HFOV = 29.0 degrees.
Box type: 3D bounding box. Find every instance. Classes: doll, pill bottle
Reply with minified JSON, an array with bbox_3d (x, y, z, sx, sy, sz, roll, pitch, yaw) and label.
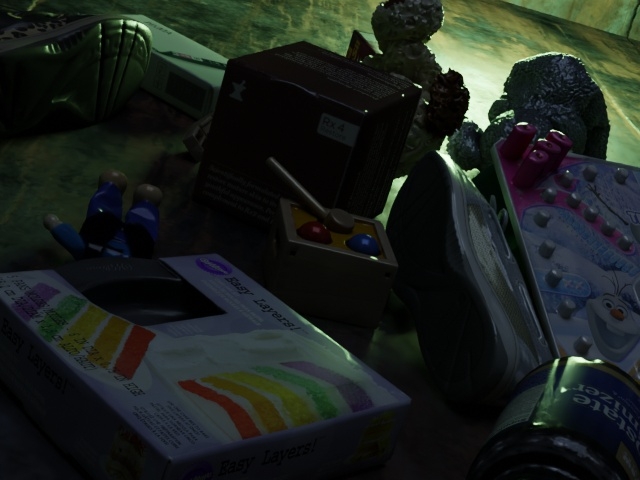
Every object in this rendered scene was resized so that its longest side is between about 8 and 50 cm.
[{"bbox_3d":[-0.194,-0.001,1.150,0.129,0.046,0.189,22,26,-14],"label":"doll"},{"bbox_3d":[0.173,0.175,0.900,0.123,0.123,0.219,23,22,13],"label":"pill bottle"}]

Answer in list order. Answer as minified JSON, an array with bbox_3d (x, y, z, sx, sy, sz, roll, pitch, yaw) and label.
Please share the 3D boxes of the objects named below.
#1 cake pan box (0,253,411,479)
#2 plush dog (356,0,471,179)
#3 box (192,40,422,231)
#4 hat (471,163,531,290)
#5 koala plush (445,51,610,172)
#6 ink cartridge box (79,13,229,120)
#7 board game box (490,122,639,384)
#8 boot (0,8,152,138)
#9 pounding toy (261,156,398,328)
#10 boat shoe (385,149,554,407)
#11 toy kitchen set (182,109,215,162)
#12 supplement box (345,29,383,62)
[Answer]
[{"bbox_3d":[-0.105,0.099,0.952,0.246,0.070,0.267,-2,28,-45],"label":"cake pan box"},{"bbox_3d":[0.085,-0.156,1.577,0.210,0.262,0.225,49,20,-27],"label":"plush dog"},{"bbox_3d":[-0.011,-0.113,1.398,0.168,0.167,0.203,25,23,16],"label":"box"},{"bbox_3d":[0.248,0.030,1.408,0.183,0.173,0.208,44,33,-24],"label":"hat"},{"bbox_3d":[0.276,-0.134,1.662,0.196,0.203,0.221,22,33,24],"label":"koala plush"},{"bbox_3d":[-0.172,-0.249,1.758,0.275,0.060,0.239,31,26,30],"label":"ink cartridge box"},{"bbox_3d":[0.390,0.055,1.255,0.390,0.050,0.390,9,46,-20],"label":"board game box"},{"bbox_3d":[-0.400,-0.234,1.453,0.284,0.138,0.377,25,28,20],"label":"boot"},{"bbox_3d":[0.000,0.000,1.223,0.130,0.100,0.141,13,22,-12],"label":"pounding toy"},{"bbox_3d":[0.144,0.037,1.201,0.103,0.118,0.320,22,31,-28],"label":"boat shoe"},{"bbox_3d":[-0.109,-0.123,1.495,0.068,0.083,0.075,56,15,-16],"label":"toy kitchen set"},{"bbox_3d":[0.093,-0.240,1.874,0.081,0.104,0.188,10,22,-18],"label":"supplement box"}]
